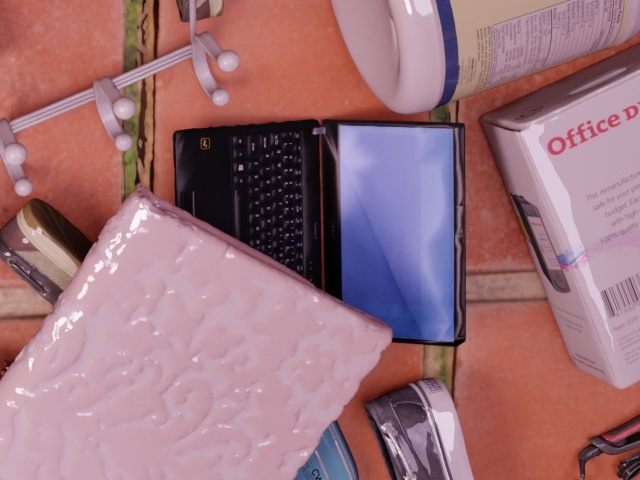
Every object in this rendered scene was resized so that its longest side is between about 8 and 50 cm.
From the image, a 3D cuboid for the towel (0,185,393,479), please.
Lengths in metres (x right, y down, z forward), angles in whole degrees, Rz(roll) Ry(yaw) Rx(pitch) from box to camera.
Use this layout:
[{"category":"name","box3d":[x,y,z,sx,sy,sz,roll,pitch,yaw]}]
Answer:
[{"category":"towel","box3d":[-0.139,0.144,1.852,0.317,0.053,0.332,28,108,-24]}]

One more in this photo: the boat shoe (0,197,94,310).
[{"category":"boat shoe","box3d":[-0.237,0.051,1.863,0.073,0.080,0.223,-32,122,16]}]

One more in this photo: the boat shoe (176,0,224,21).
[{"category":"boat shoe","box3d":[-0.137,-0.287,1.844,0.049,0.056,0.152,-23,105,-18]}]

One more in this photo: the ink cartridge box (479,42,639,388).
[{"category":"ink cartridge box","box3d":[0.333,-0.032,1.992,0.226,0.131,0.306,-25,104,-11]}]

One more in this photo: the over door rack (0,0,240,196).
[{"category":"over door rack","box3d":[-0.204,-0.178,1.726,0.240,0.324,0.108,-25,61,-13]}]

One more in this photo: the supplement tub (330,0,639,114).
[{"category":"supplement tub","box3d":[0.187,-0.279,1.852,0.325,0.235,0.235,-20,104,-13]}]

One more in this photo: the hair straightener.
[{"category":"hair straightener","box3d":[0.385,0.226,2.094,0.230,0.047,0.089,-28,106,-11]}]

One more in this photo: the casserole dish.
[{"category":"casserole dish","box3d":[-0.025,0.225,1.974,0.114,0.037,0.188,-27,107,-11]}]

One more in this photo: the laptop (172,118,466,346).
[{"category":"laptop","box3d":[0.000,0.000,1.888,0.264,0.136,0.234,-6,100,-30]}]

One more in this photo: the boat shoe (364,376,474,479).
[{"category":"boat shoe","box3d":[0.118,0.300,1.994,0.102,0.108,0.301,-18,101,-14]}]

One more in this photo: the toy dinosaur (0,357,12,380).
[{"category":"toy dinosaur","box3d":[-0.431,0.059,1.786,0.322,0.164,0.218,19,109,-47]}]
